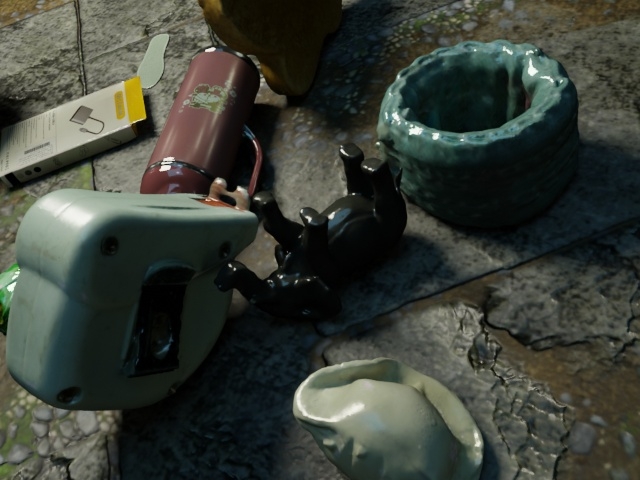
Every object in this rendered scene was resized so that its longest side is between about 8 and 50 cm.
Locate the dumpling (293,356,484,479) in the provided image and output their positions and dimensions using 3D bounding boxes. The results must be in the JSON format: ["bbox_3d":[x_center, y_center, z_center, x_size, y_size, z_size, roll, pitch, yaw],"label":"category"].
[{"bbox_3d":[0.069,0.164,0.650,0.169,0.100,0.134,15,44,26],"label":"dumpling"}]

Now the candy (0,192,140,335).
[{"bbox_3d":[-0.302,0.001,0.928,0.097,0.097,0.323,19,52,30],"label":"candy"}]

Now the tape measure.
[{"bbox_3d":[-0.187,0.055,0.728,0.125,0.243,0.246,19,102,33],"label":"tape measure"}]

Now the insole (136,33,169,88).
[{"bbox_3d":[-0.290,-0.313,1.217,0.053,0.002,0.153,-6,51,14],"label":"insole"}]

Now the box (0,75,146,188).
[{"bbox_3d":[-0.392,-0.175,1.118,0.247,0.033,0.129,-20,48,1],"label":"box"}]

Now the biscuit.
[{"bbox_3d":[-0.064,-0.357,1.020,0.057,0.288,0.343,1,23,31],"label":"biscuit"}]

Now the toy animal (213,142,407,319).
[{"bbox_3d":[0.001,0.004,0.770,0.245,0.146,0.115,-25,47,-6],"label":"toy animal"}]

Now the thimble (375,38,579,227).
[{"bbox_3d":[0.178,-0.124,0.819,0.235,0.143,0.198,-10,49,13],"label":"thimble"}]

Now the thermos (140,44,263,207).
[{"bbox_3d":[-0.157,-0.111,0.951,0.109,0.136,0.330,-30,37,42],"label":"thermos"}]
